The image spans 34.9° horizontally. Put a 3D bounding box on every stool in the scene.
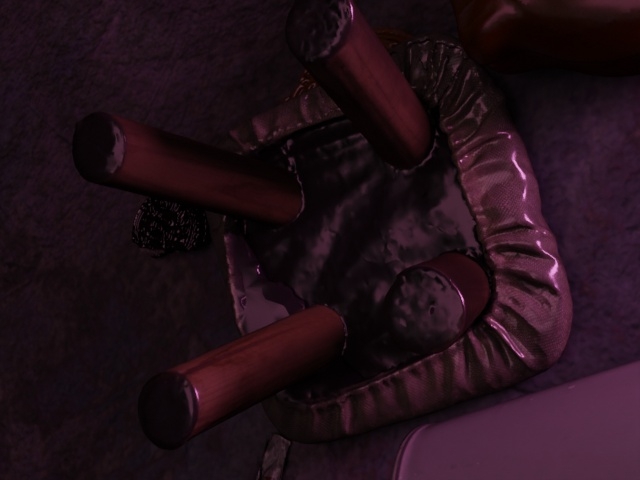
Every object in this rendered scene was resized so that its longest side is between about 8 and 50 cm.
[{"bbox_3d":[0.000,0.000,0.807,0.310,0.226,0.310,-25,76,27],"label":"stool"}]

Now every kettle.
[{"bbox_3d":[0.216,0.193,0.632,0.318,0.205,0.265,-20,36,29],"label":"kettle"}]

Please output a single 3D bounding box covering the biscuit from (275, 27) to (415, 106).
[{"bbox_3d":[0.030,-0.126,0.940,0.175,0.026,0.124,-22,69,28],"label":"biscuit"}]

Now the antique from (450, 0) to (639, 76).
[{"bbox_3d":[0.227,-0.233,0.770,0.278,0.129,0.223,-34,65,24],"label":"antique"}]

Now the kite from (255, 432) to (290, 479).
[{"bbox_3d":[-0.075,0.332,0.933,0.335,0.011,0.314,19,91,33],"label":"kite"}]

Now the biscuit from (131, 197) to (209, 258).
[{"bbox_3d":[-0.152,-0.012,1.036,0.087,0.027,0.089,-49,60,15],"label":"biscuit"}]
